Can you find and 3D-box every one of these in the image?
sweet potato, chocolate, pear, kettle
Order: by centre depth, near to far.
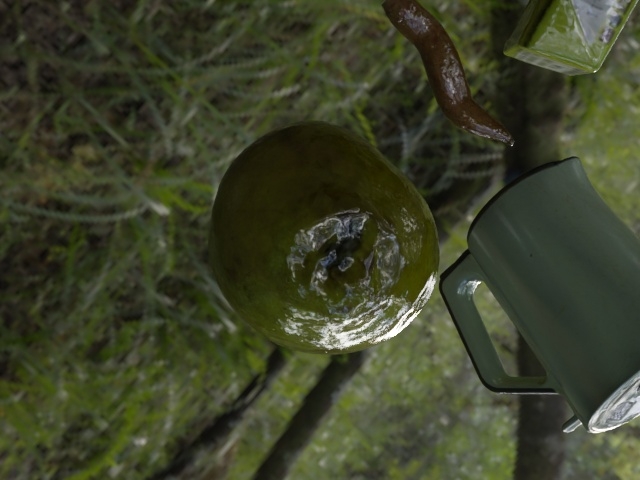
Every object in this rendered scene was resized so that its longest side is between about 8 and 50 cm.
[{"bbox_3d":[0.000,0.000,1.826,0.352,0.352,0.413,-49,-174,12],"label":"pear"},{"bbox_3d":[0.188,-0.248,1.875,0.067,0.281,0.059,-32,-175,-7],"label":"sweet potato"},{"bbox_3d":[0.422,-0.400,1.980,0.289,0.137,0.301,-61,179,7],"label":"chocolate"},{"bbox_3d":[0.387,0.114,1.998,0.250,0.377,0.361,1,138,-50],"label":"kettle"}]
